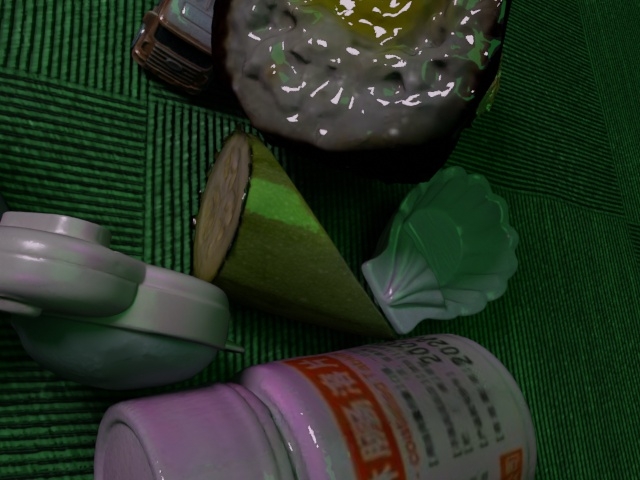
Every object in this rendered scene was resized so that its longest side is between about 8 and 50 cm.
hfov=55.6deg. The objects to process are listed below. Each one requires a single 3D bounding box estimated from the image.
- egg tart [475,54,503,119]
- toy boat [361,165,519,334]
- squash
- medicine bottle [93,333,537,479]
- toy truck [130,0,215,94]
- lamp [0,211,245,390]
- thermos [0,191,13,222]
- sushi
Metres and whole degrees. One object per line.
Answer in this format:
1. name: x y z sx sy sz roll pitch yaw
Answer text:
1. egg tart: 0.124 -0.255 0.898 0.291 0.107 0.290 2 80 -9
2. toy boat: 0.156 0.017 0.837 0.290 0.100 0.199 -32 92 -39
3. squash: 0.000 0.000 0.680 0.261 0.189 0.189 16 64 -24
4. medicine bottle: 0.005 0.216 0.582 0.388 0.219 0.219 -1 74 -35
5. toy truck: -0.129 -0.315 0.736 0.108 0.140 0.256 28 59 -24
6. lamp: -0.175 0.063 0.491 0.246 0.180 0.107 51 43 -61
7. thermos: -0.340 -0.105 0.446 0.182 0.145 0.286 -17 108 0
8. sushi: 0.045 -0.213 0.674 0.299 0.281 0.294 32 9 9
